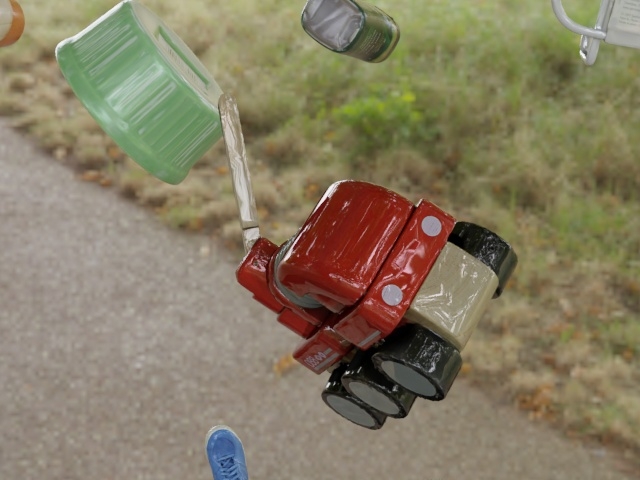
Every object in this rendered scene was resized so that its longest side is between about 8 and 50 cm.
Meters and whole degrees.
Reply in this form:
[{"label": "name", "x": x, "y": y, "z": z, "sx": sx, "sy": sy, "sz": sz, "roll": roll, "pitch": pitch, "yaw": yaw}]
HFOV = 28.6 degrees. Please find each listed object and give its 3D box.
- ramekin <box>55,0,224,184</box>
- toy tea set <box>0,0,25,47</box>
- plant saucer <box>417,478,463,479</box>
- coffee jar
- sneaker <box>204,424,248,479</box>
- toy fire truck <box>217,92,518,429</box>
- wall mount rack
[{"label": "ramekin", "x": -0.280, "y": -0.254, "z": 2.084, "sx": 0.148, "sy": 0.303, "sz": 0.303, "roll": -39, "pitch": 1, "yaw": 10}, {"label": "toy tea set", "x": -0.451, "y": -0.366, "z": 1.430, "sx": 0.336, "sy": 0.200, "sz": 0.124, "roll": 44, "pitch": 20, "yaw": 13}, {"label": "plant saucer", "x": 0.049, "y": 0.320, "z": 1.122, "sx": 0.310, "sy": 0.311, "sz": 0.050, "roll": 0, "pitch": 46, "yaw": -19}, {"label": "coffee jar", "x": 0.048, "y": -0.311, "z": 1.831, "sx": 0.096, "sy": 0.079, "sz": 0.184, "roll": 38, "pitch": 15, "yaw": 17}, {"label": "sneaker", "x": -0.121, "y": 0.338, "z": 1.759, "sx": 0.058, "sy": 0.152, "sz": 0.084, "roll": -13, "pitch": 19, "yaw": -16}, {"label": "toy fire truck", "x": 0.000, "y": 0.000, "z": 0.933, "sx": 0.246, "sy": 0.158, "sz": 0.217, "roll": 33, "pitch": -22, "yaw": -4}, {"label": "wall mount rack", "x": 0.504, "y": -0.378, "z": 1.759, "sx": 0.350, "sy": 0.304, "sz": 0.130, "roll": 11, "pitch": 20, "yaw": 1}]
